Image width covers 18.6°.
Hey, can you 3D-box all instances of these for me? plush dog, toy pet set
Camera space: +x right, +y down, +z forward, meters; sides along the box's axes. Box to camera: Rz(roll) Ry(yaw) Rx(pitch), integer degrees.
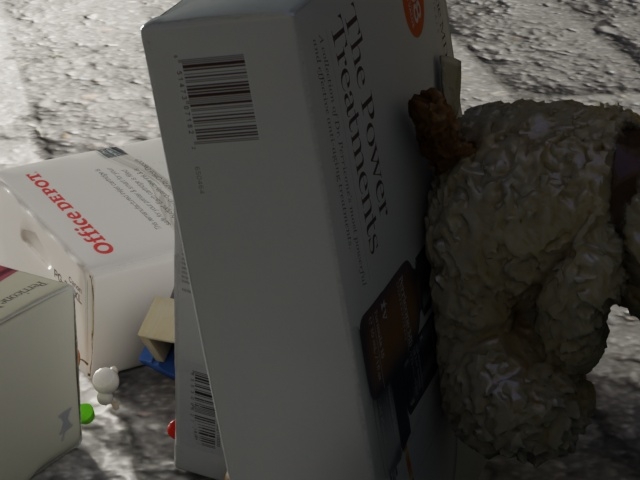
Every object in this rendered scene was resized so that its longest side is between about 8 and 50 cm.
[{"bbox_3d":[0.181,-0.018,1.162,0.225,0.211,0.262,-3,43,18],"label":"plush dog"},{"bbox_3d":[-0.119,0.101,1.406,0.122,0.065,0.114,9,59,25],"label":"toy pet set"}]

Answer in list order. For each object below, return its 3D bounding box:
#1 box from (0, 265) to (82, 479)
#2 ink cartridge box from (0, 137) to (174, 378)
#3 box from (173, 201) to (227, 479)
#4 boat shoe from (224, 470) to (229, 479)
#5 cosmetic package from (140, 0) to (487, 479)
[{"bbox_3d":[-0.297,0.084,1.325,0.232,0.127,0.148,13,26,28],"label":"box"},{"bbox_3d":[-0.117,0.001,1.533,0.237,0.100,0.172,-14,35,-31],"label":"ink cartridge box"},{"bbox_3d":[0.000,0.000,1.393,0.058,0.232,0.322,13,26,24],"label":"box"},{"bbox_3d":[-0.009,0.137,1.297,0.056,0.049,0.152,-32,2,35],"label":"boat shoe"},{"bbox_3d":[0.018,0.007,1.183,0.097,0.377,0.284,-3,21,18],"label":"cosmetic package"}]
